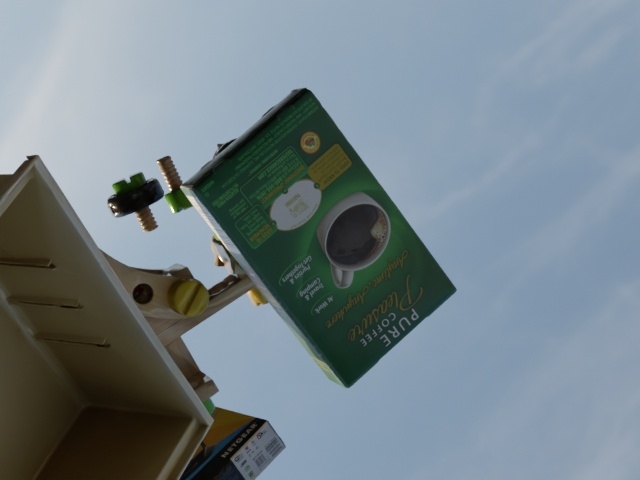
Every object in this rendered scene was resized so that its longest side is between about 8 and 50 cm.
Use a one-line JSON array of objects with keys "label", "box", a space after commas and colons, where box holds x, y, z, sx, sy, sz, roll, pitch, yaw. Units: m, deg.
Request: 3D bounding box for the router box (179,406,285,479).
[{"label": "router box", "box": [-0.142, 0.262, 1.564, 0.179, 0.046, 0.133, -44, -154, -26]}]

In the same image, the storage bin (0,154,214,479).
[{"label": "storage bin", "box": [-0.230, 0.128, 0.929, 0.123, 0.262, 0.260, 3, -134, 34]}]

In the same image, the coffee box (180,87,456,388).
[{"label": "coffee box", "box": [0.000, 0.000, 1.001, 0.113, 0.184, 0.040, -43, -163, -14]}]

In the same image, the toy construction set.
[{"label": "toy construction set", "box": [-0.097, 0.043, 1.358, 0.309, 0.237, 0.257, -13, -166, 47]}]
